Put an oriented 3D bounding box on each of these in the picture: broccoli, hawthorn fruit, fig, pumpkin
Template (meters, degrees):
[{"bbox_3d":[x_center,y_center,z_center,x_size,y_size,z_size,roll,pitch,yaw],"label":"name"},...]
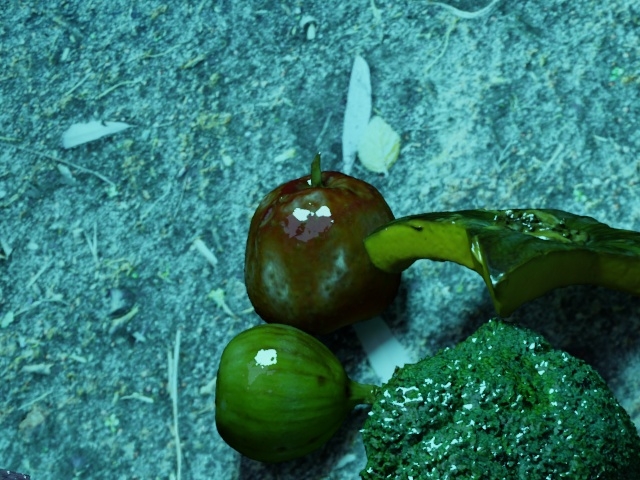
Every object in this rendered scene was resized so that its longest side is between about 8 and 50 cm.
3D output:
[{"bbox_3d":[0.165,0.226,1.760,0.275,0.308,0.308,-16,46,49],"label":"broccoli"},{"bbox_3d":[0.000,0.000,2.032,0.179,0.200,0.179,-5,27,2],"label":"hawthorn fruit"},{"bbox_3d":[-0.023,0.156,1.984,0.186,0.148,0.142,-2,40,-18],"label":"fig"},{"bbox_3d":[0.231,0.018,1.910,0.258,0.290,0.095,28,113,58],"label":"pumpkin"}]

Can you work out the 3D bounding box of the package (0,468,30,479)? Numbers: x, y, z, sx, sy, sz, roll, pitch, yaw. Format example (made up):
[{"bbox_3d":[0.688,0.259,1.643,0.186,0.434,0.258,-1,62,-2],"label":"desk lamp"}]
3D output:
[{"bbox_3d":[-0.375,0.295,2.124,0.059,0.029,0.083,10,47,33],"label":"package"}]
